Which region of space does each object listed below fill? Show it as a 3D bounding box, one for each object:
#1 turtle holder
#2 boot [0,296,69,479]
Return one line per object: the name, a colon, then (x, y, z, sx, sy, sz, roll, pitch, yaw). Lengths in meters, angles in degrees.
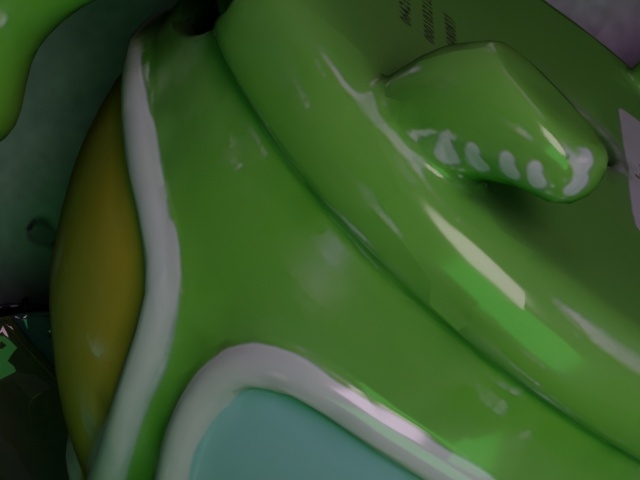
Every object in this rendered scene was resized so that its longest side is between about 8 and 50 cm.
turtle holder: (0.011, 0.015, 0.624, 0.320, 0.243, 0.227, 19, 123, -41)
boot: (-0.138, 0.040, 0.729, 0.106, 0.082, 0.219, -44, 111, -12)
